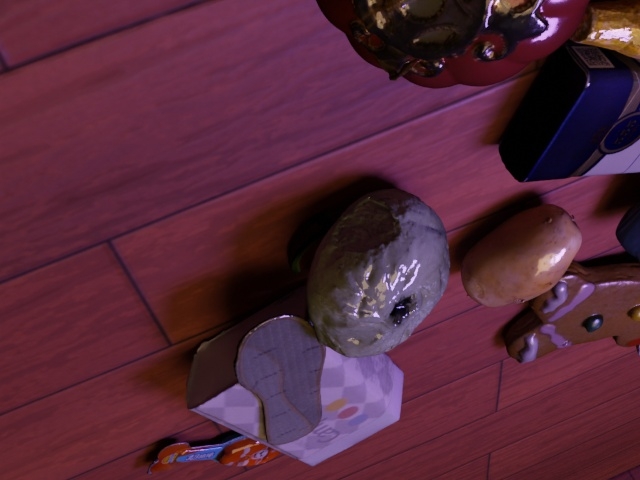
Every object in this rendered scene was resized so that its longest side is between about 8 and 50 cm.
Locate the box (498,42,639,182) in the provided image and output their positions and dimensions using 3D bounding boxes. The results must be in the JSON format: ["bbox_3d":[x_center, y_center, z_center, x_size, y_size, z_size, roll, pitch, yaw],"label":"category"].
[{"bbox_3d":[0.352,-0.151,1.026,0.259,0.071,0.168,-8,144,-28],"label":"box"}]

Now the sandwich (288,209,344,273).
[{"bbox_3d":[-0.004,0.002,1.042,0.069,0.026,0.101,-12,148,-27],"label":"sandwich"}]

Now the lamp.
[{"bbox_3d":[0.098,-0.223,0.641,0.227,0.227,0.227,-18,146,-12],"label":"lamp"}]

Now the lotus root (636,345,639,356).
[{"bbox_3d":[0.695,0.094,1.597,0.167,0.078,0.329,11,129,-25],"label":"lotus root"}]

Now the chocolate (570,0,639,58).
[{"bbox_3d":[0.361,-0.223,0.927,0.219,0.085,0.085,-4,141,-23],"label":"chocolate"}]

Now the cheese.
[{"bbox_3d":[-0.150,0.334,1.391,0.256,0.037,0.106,0,138,-36],"label":"cheese"}]

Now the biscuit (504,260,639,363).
[{"bbox_3d":[0.531,0.100,1.444,0.432,0.064,0.283,-7,141,-12],"label":"biscuit"}]

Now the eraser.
[{"bbox_3d":[-0.016,0.213,1.273,0.213,0.082,0.397,-30,147,8],"label":"eraser"}]

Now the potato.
[{"bbox_3d":[0.270,0.025,1.183,0.178,0.109,0.118,-37,168,26],"label":"potato"}]

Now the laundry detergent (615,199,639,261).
[{"bbox_3d":[0.510,-0.080,1.165,0.143,0.094,0.290,-32,161,-25],"label":"laundry detergent"}]

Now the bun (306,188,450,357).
[{"bbox_3d":[0.078,0.047,1.029,0.221,0.108,0.221,-41,148,-33],"label":"bun"}]

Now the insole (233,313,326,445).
[{"bbox_3d":[-0.044,0.188,1.132,0.119,0.009,0.348,-21,146,-11],"label":"insole"}]
